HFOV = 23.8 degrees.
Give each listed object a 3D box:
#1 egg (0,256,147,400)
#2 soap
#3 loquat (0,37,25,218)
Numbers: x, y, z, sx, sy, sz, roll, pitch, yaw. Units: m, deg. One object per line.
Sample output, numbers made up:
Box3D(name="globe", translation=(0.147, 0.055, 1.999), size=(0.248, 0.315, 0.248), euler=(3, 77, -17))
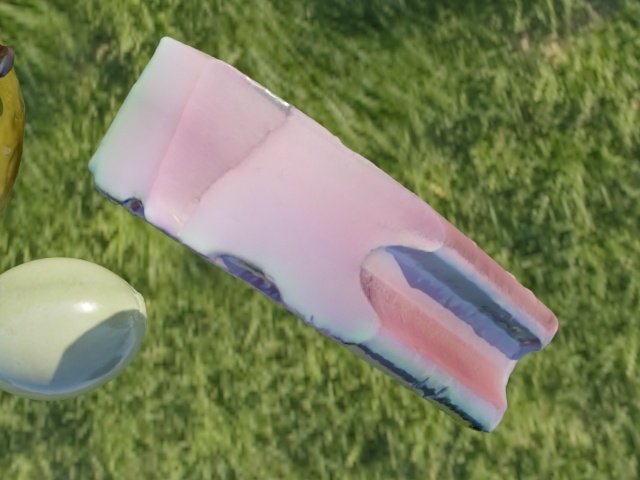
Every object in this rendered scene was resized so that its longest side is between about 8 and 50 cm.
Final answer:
Box3D(name="egg", translation=(-0.210, 0.070, 1.210), size=(0.152, 0.114, 0.114), euler=(-11, 131, 18))
Box3D(name="soap", translation=(0.000, 0.000, 0.995), size=(0.324, 0.193, 0.109), euler=(35, 86, -49))
Box3D(name="loquat", translation=(-0.207, -0.050, 0.626), size=(0.149, 0.172, 0.204), euler=(-24, 175, -40))
